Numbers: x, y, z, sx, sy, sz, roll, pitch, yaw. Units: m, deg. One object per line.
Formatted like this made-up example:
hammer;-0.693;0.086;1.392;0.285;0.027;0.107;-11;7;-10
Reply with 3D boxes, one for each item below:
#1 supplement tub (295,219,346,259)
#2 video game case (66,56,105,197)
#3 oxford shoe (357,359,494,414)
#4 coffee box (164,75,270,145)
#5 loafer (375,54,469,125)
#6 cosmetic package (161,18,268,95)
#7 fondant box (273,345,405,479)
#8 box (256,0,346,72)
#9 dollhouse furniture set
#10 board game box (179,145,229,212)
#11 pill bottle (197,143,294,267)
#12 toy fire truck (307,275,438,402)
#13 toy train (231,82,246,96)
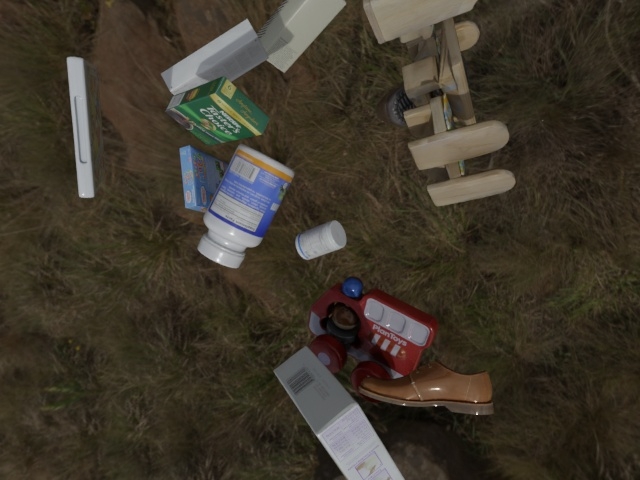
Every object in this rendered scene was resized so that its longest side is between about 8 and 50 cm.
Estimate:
supplement tub;0.000;0.000;1.104;0.107;0.071;0.071;-20;94;31
video game case;-0.395;-0.196;0.792;0.227;0.026;0.207;-141;52;-63
oxford shoe;0.166;0.230;0.749;0.212;0.076;0.076;0;82;12
coffee box;-0.190;-0.227;0.837;0.184;0.113;0.041;4;64;44
loafer;0.295;-0.447;1.354;0.130;0.365;0.134;15;130;53
cosmetic package;-0.249;-0.419;1.106;0.238;0.099;0.061;-30;81;4
fondant box;0.053;0.409;0.960;0.096;0.238;0.330;-36;115;-13
box;-0.066;-0.641;1.357;0.275;0.113;0.094;-40;53;24
dollhouse furniture set;0.248;-0.319;0.741;0.256;0.394;0.363;-12;62;21
board game box;-0.305;-0.154;1.275;0.039;0.211;0.160;-10;82;16
pill bottle;-0.185;-0.078;1.112;0.152;0.152;0.272;29;96;17
toy fire truck;0.112;0.212;1.110;0.302;0.169;0.254;28;127;23
toy train;-0.311;-0.533;1.609;0.158;0.036;0.027;38;85;-24
